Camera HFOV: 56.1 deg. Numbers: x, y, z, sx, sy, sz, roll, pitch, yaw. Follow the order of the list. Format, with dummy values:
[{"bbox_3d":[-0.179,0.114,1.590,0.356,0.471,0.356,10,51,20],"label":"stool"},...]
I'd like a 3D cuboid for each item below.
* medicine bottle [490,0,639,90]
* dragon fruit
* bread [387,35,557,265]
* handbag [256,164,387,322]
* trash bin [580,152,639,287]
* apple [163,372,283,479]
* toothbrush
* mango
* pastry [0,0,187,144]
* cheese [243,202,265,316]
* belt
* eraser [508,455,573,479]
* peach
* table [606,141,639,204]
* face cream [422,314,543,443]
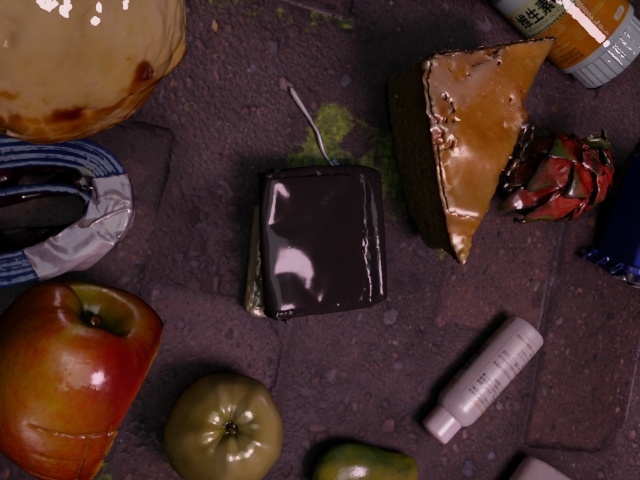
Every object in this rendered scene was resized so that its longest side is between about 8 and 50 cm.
[{"bbox_3d":[0.426,-0.427,1.078,0.318,0.158,0.158,37,82,-14],"label":"medicine bottle"},{"bbox_3d":[0.422,-0.113,1.081,0.188,0.182,0.182,6,90,23],"label":"dragon fruit"},{"bbox_3d":[0.263,-0.164,0.999,0.279,0.248,0.315,-21,101,-12],"label":"bread"},{"bbox_3d":[0.000,0.000,0.997,0.223,0.080,0.247,-5,93,-26],"label":"handbag"},{"bbox_3d":[0.617,-0.034,1.117,0.183,0.162,0.235,7,105,-10],"label":"trash bin"},{"bbox_3d":[-0.146,0.295,0.932,0.200,0.200,0.200,0,92,-16],"label":"apple"},{"bbox_3d":[-0.012,-0.191,1.037,0.017,0.014,0.162,-32,100,2],"label":"toothbrush"},{"bbox_3d":[0.077,0.418,1.043,0.191,0.085,0.122,19,83,-14],"label":"mango"},{"bbox_3d":[-0.362,-0.295,0.764,0.388,0.388,0.313,9,115,-16],"label":"pastry"},{"bbox_3d":[-0.090,0.031,1.007,0.064,0.043,0.194,7,89,-15],"label":"cheese"},{"bbox_3d":[-0.447,-0.041,0.867,0.346,0.117,0.213,-12,93,-15],"label":"belt"},{"bbox_3d":[0.503,0.560,1.053,0.331,0.331,0.150,45,80,-12],"label":"eraser"},{"bbox_3d":[-0.358,0.198,0.849,0.245,0.248,0.275,25,105,10],"label":"peach"},{"bbox_3d":[0.683,-0.118,1.210,0.146,0.062,0.175,39,79,-13],"label":"table"},{"bbox_3d":[0.293,0.257,1.101,0.269,0.082,0.082,-44,102,-11],"label":"face cream"}]
